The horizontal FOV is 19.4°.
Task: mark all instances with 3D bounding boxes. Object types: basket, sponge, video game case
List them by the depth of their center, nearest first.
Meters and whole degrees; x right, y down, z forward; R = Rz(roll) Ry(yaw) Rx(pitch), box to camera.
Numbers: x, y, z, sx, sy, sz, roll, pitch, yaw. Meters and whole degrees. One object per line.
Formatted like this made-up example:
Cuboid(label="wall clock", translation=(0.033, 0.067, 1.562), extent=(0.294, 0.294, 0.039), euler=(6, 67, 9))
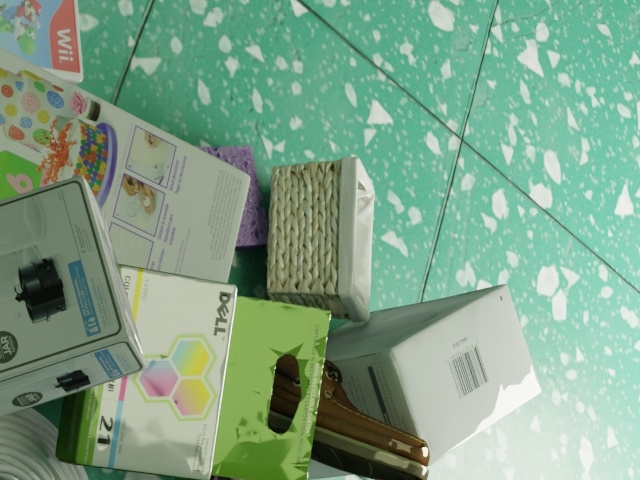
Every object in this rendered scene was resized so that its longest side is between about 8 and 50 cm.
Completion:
Cuboid(label="video game case", translation=(-0.366, -0.272, 1.897), extent=(0.285, 0.025, 0.204), euler=(6, 74, -45))
Cuboid(label="sponge", translation=(-0.147, -0.044, 2.046), extent=(0.210, 0.031, 0.117), euler=(-4, 80, -46))
Cuboid(label="basket", translation=(0.000, 0.000, 2.108), extent=(0.113, 0.103, 0.167), euler=(59, 32, -68))

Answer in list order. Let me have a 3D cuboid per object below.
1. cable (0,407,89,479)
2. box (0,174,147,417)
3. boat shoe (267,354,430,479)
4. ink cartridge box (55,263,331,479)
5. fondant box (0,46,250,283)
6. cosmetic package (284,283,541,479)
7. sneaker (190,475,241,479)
Cuboid(label="cable", translation=(-0.318, 0.264, 1.735), extent=(0.257, 0.089, 0.257), euler=(0, 78, -46))
Cuboid(label="box", translation=(-0.315, 0.072, 1.641), extent=(0.087, 0.290, 0.169), euler=(74, -1, -67))
Cuboid(label="boat shoe", translation=(-0.021, 0.159, 1.929), extent=(0.110, 0.307, 0.104), euler=(77, 34, -67))
Cuboid(label="ink cartridge box", translation=(-0.106, 0.132, 1.773), extent=(0.255, 0.097, 0.188), euler=(10, 84, -19))
Cuboid(label="fondant box", translation=(-0.246, -0.017, 1.860), extent=(0.330, 0.096, 0.238), euler=(27, 59, -29))
Cuboid(label="cosmetic package", translation=(0.081, 0.160, 2.076), extent=(0.224, 0.225, 0.138), euler=(-25, 99, -46))
Cuboid(label="sneaker", translation=(-0.117, 0.271, 1.957), extent=(0.077, 0.072, 0.178), euler=(21, 58, -29))
